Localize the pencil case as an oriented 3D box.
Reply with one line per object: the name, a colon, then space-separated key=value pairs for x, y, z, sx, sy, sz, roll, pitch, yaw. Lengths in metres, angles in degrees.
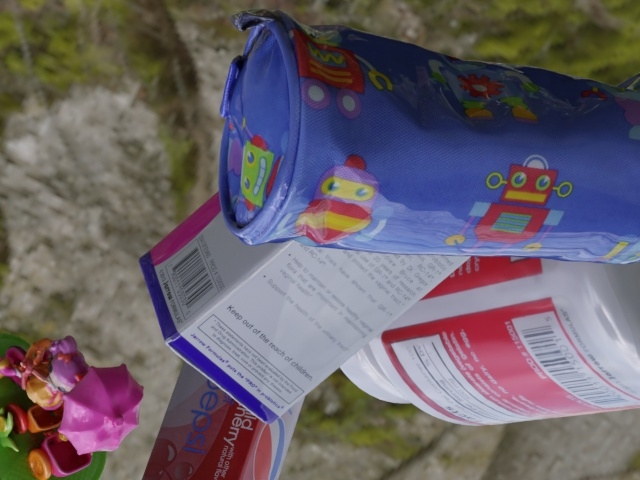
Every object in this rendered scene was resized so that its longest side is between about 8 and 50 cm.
pencil case: x=0.085 y=-0.053 z=0.882 sx=0.306 sy=0.119 sz=0.133 roll=4 pitch=-144 yaw=-25

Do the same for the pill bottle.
pill bottle: x=0.177 y=0.035 z=1.326 sx=0.229 sy=0.229 sz=0.408 roll=17 pitch=162 yaw=-28

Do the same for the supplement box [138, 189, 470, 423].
supplement box: x=0.000 y=0.000 z=1.079 sx=0.114 sy=0.220 sz=0.111 roll=42 pitch=-168 yaw=-33

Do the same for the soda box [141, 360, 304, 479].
soda box: x=-0.066 y=0.129 z=1.322 sx=0.083 sy=0.263 sz=0.092 roll=10 pitch=155 yaw=20

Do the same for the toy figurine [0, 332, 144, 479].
toy figurine: x=-0.222 y=0.136 z=1.391 sx=0.130 sy=0.159 sz=0.173 roll=-21 pitch=-98 yaw=-40
